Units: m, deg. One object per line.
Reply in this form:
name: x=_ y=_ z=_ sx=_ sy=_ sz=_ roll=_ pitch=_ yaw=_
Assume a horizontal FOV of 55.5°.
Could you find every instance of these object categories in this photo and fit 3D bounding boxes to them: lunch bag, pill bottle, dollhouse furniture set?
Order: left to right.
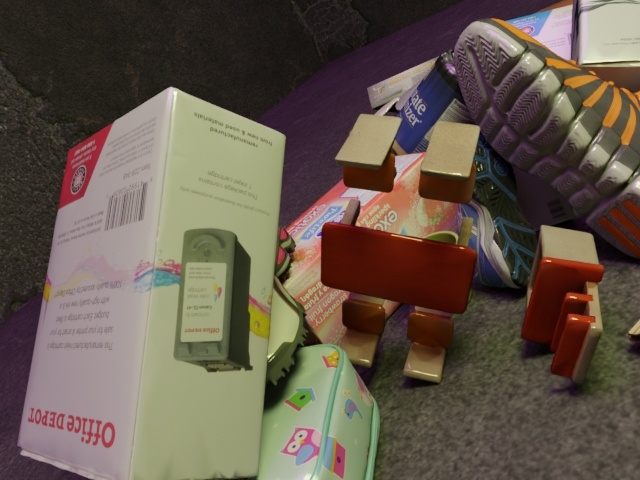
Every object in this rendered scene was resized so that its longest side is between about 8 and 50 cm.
lunch bag: x=-0.083 y=0.234 z=0.602 sx=0.279 sy=0.107 sz=0.224 roll=-24 pitch=24 yaw=21
dollhouse furniture set: x=0.124 y=0.036 z=0.588 sx=0.259 sy=0.261 sz=0.135 roll=10 pitch=38 yaw=14
pill bottle: x=0.198 y=-0.200 z=0.898 sx=0.219 sy=0.123 sz=0.122 roll=-54 pitch=5 yaw=36

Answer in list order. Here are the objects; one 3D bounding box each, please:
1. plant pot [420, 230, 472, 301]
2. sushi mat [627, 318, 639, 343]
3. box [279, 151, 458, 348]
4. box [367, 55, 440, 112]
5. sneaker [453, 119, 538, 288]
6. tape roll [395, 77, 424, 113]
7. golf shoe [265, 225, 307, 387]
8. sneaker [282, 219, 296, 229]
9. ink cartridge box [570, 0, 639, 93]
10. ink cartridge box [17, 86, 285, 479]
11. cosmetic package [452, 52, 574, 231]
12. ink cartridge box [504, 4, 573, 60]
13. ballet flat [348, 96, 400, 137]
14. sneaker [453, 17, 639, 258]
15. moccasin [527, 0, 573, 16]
plant pot: x=0.147 y=0.044 z=0.745 sx=0.083 sy=0.079 sz=0.083 roll=-29 pitch=21 yaw=12
sushi mat: x=0.421 y=0.001 z=0.530 sx=0.317 sy=0.019 sz=0.151 roll=-38 pitch=20 yaw=-21
box: x=0.049 y=0.017 z=0.856 sx=0.300 sy=0.142 sz=0.154 roll=-43 pitch=23 yaw=-26
box: x=0.256 y=-0.365 z=1.441 sx=0.231 sy=0.056 sz=0.183 roll=-15 pitch=-6 yaw=40
sneaker: x=0.187 y=-0.040 z=0.722 sx=0.080 sy=0.211 sz=0.081 roll=-12 pitch=-7 yaw=-29
tape roll: x=0.247 y=-0.261 z=1.087 sx=0.219 sy=0.072 sz=0.219 roll=-28 pitch=20 yaw=11
golf shoe: x=-0.091 y=0.052 z=0.655 sx=0.105 sy=0.120 sz=0.272 roll=-37 pitch=30 yaw=14
sneaker: x=0.000 y=0.000 z=1.045 sx=0.228 sy=0.087 sz=0.130 roll=-29 pitch=14 yaw=-7
ink cartridge box: x=0.368 y=-0.263 z=0.775 sx=0.087 sy=0.153 sz=0.208 roll=3 pitch=68 yaw=18
ink cartridge box: x=-0.157 y=0.047 z=0.564 sx=0.226 sy=0.131 sz=0.305 roll=-9 pitch=73 yaw=46
cosmetic package: x=0.245 y=-0.135 z=0.766 sx=0.061 sy=0.238 sz=0.099 roll=-23 pitch=4 yaw=27
ink cartridge box: x=0.359 y=-0.240 z=0.907 sx=0.148 sy=0.086 sz=0.202 roll=-7 pitch=66 yaw=20
ballet flat: x=0.218 y=-0.277 z=1.330 sx=0.349 sy=0.123 sz=0.123 roll=-28 pitch=21 yaw=10
sneaker: x=0.302 y=-0.141 z=0.666 sx=0.180 sy=0.321 sz=0.124 roll=-40 pitch=-5 yaw=-21
moccasin: x=0.460 y=-0.389 z=1.195 sx=0.381 sy=0.139 sz=0.146 roll=-7 pitch=46 yaw=23
